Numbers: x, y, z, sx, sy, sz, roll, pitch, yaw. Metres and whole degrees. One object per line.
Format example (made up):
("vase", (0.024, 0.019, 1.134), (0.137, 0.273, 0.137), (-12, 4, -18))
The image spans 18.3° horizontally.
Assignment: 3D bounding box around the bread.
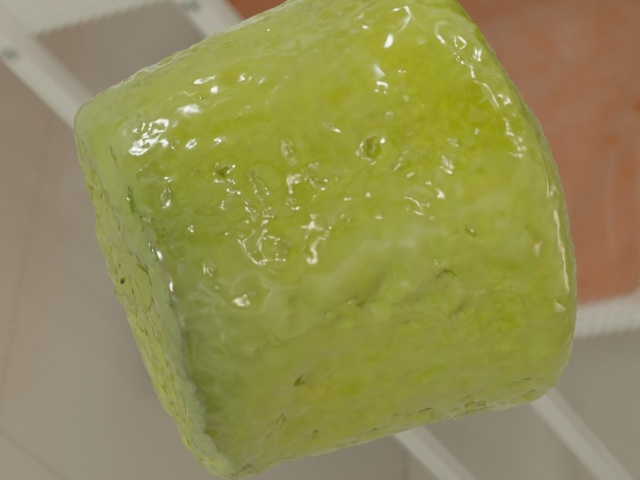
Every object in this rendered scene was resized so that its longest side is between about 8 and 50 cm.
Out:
("bread", (0.000, 0.000, 1.442), (0.308, 0.348, 0.348), (-25, 45, -13))
